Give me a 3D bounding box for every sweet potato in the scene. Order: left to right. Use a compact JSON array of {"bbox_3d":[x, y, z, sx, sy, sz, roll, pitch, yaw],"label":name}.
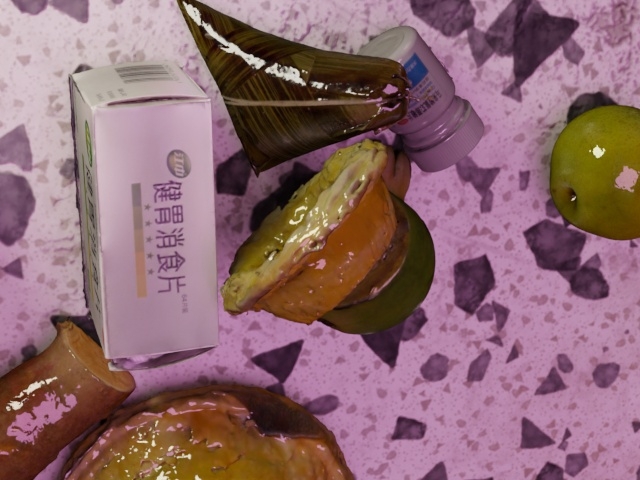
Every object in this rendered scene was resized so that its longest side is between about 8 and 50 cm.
[{"bbox_3d":[-0.390,0.247,1.948,0.336,0.131,0.131,-41,116,-3],"label":"sweet potato"}]

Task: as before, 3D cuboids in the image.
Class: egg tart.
[{"bbox_3d":[-0.151,0.404,2.051,0.443,0.178,0.443,-6,111,-15],"label":"egg tart"},{"bbox_3d":[0.000,0.000,1.821,0.118,0.288,0.288,43,92,-5],"label":"egg tart"}]

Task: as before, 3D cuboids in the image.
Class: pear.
[{"bbox_3d":[0.406,-0.099,2.082,0.216,0.166,0.180,-30,103,-29],"label":"pear"}]

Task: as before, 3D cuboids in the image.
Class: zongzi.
[{"bbox_3d":[-0.025,-0.218,1.867,0.247,0.111,0.241,-16,114,29],"label":"zongzi"}]

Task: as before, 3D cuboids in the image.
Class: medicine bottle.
[{"bbox_3d":[0.120,-0.177,1.978,0.105,0.105,0.168,-41,116,-1],"label":"medicine bottle"}]

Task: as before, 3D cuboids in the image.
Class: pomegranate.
[{"bbox_3d":[0.051,0.008,2.004,0.190,0.241,0.159,-23,151,15],"label":"pomegranate"}]

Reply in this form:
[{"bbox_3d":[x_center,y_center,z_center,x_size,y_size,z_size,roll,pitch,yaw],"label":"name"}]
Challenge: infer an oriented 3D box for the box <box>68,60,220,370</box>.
[{"bbox_3d":[-0.210,-0.031,1.880,0.145,0.173,0.333,-6,111,-14],"label":"box"}]
